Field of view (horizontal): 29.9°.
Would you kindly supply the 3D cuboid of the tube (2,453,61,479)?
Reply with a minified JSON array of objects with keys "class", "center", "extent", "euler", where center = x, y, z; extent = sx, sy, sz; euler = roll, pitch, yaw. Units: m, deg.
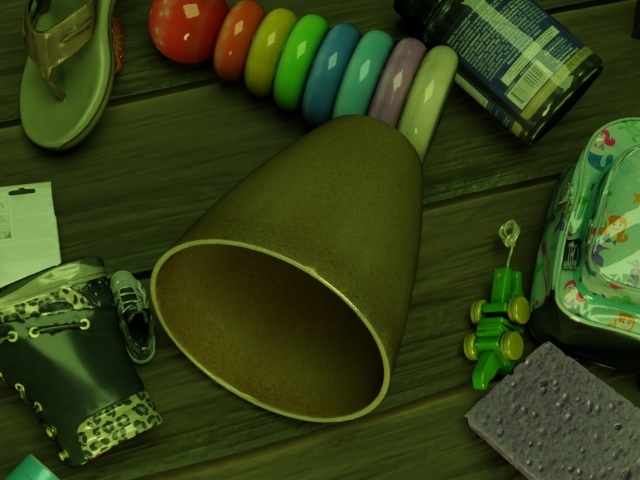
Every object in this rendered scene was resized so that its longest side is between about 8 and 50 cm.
[{"class":"tube","center":[-0.311,0.286,1.066],"extent":[0.080,0.052,0.207],"euler":[36,72,13]}]

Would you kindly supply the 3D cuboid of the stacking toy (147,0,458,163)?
[{"class":"stacking toy","center":[-0.029,-0.186,1.269],"extent":[0.330,0.141,0.141],"euler":[20,66,6]}]

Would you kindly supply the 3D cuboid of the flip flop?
[{"class":"flip flop","center":[-0.256,-0.229,1.209],"extent":[0.112,0.080,0.277],"euler":[20,97,28]}]

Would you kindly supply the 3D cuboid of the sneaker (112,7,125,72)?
[{"class":"sneaker","center":[-0.256,-0.247,1.290],"extent":[0.067,0.064,0.175],"euler":[-23,68,4]}]

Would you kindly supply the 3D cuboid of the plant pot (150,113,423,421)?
[{"class":"plant pot","center":[0.000,0.000,1.152],"extent":[0.237,0.237,0.254],"euler":[28,53,2]}]

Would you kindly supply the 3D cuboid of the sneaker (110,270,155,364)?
[{"class":"sneaker","center":[-0.180,0.066,1.161],"extent":[0.038,0.069,0.098],"euler":[-16,72,-16]}]

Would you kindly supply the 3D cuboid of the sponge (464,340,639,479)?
[{"class":"sponge","center":[0.243,0.189,1.128],"extent":[0.117,0.031,0.210],"euler":[-42,41,-8]}]

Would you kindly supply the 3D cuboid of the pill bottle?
[{"class":"pill bottle","center":[0.190,-0.219,1.313],"extent":[0.219,0.123,0.123],"euler":[44,68,8]}]

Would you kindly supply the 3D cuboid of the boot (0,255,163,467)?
[{"class":"boot","center":[-0.278,0.136,1.107],"extent":[0.236,0.085,0.179],"euler":[-25,87,-3]}]

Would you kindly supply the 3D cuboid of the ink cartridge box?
[{"class":"ink cartridge box","center":[-0.291,0.001,1.191],"extent":[0.062,0.029,0.115],"euler":[-6,68,-12]}]

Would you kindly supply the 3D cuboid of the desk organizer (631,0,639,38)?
[{"class":"desk organizer","center":[0.405,-0.284,1.373],"extent":[0.047,0.130,0.050],"euler":[14,65,-4]}]

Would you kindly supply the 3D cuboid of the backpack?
[{"class":"backpack","center":[0.342,-0.001,1.225],"extent":[0.225,0.191,0.254],"euler":[17,61,-2]}]

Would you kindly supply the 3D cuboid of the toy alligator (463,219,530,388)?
[{"class":"toy alligator","center":[0.192,0.072,1.238],"extent":[0.051,0.056,0.190],"euler":[39,57,-40]}]
